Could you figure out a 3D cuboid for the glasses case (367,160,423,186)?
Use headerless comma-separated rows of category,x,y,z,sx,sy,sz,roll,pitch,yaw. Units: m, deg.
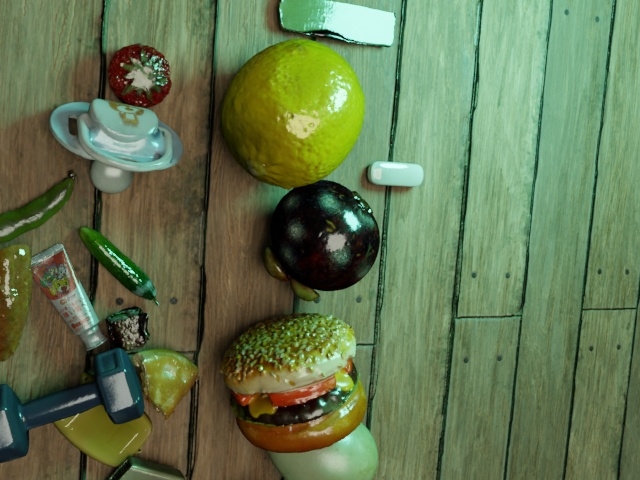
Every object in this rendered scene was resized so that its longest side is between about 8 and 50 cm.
glasses case,0.198,-0.174,1.901,0.164,0.041,0.063,0,95,-26

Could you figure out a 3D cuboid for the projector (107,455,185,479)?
projector,-0.444,0.635,1.651,0.193,0.088,0.270,26,87,-26

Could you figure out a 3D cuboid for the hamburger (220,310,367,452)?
hamburger,-0.063,0.314,1.677,0.330,0.330,0.250,-18,111,-23

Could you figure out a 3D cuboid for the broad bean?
broad bean,-0.610,-0.055,1.512,0.254,0.046,0.065,-37,104,-19

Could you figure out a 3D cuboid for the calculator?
calculator,-0.489,0.415,1.639,0.157,0.033,0.236,-49,116,-13

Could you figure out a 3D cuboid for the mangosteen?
mangosteen,0.000,0.000,1.705,0.288,0.288,0.288,-4,98,-26

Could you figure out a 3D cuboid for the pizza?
pizza,-0.354,0.327,1.651,0.182,0.062,0.161,7,81,-56

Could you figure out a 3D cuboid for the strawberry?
strawberry,-0.387,-0.357,1.563,0.145,0.086,0.145,-2,96,-20

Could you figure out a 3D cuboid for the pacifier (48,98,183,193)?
pacifier,-0.437,-0.182,1.532,0.278,0.227,0.207,8,133,-27

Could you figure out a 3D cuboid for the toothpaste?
toothpaste,-0.545,0.127,1.569,0.089,0.057,0.234,-30,101,-17

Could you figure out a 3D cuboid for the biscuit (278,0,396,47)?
biscuit,0.042,-0.538,1.780,0.322,0.038,0.099,0,93,-26

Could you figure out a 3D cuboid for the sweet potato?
sweet potato,-0.648,0.126,1.498,0.097,0.097,0.252,3,101,-27

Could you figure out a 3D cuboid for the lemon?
lemon,-0.062,-0.283,1.615,0.336,0.336,0.336,-4,98,-26

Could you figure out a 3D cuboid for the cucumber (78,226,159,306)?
cucumber,-0.441,0.061,1.607,0.056,0.056,0.250,-48,113,-13

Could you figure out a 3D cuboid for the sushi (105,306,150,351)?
sushi,-0.423,0.197,1.608,0.098,0.094,0.084,-10,101,-7

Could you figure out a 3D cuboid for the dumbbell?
dumbbell,-0.542,0.343,1.513,0.324,0.144,0.160,-17,91,-15

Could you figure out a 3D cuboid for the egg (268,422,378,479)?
egg,0.003,0.525,1.794,0.295,0.218,0.218,26,84,-19
